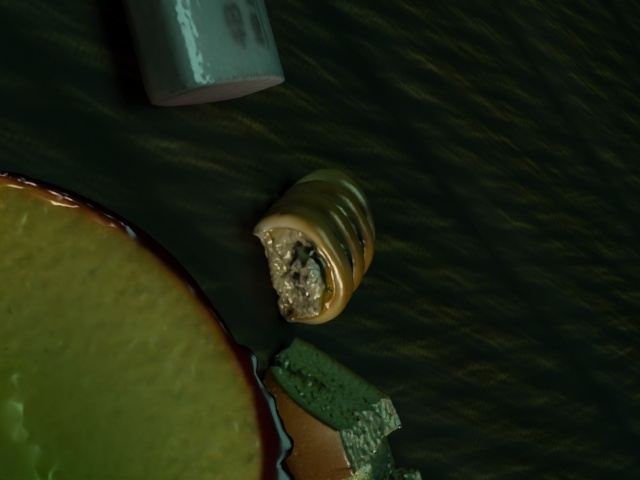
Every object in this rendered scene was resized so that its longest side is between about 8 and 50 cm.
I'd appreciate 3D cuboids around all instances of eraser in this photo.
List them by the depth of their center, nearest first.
[{"bbox_3d":[-0.123,-0.258,1.250,0.174,0.095,0.270,-16,93,-63],"label":"eraser"}]

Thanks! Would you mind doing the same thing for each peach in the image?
[{"bbox_3d":[-0.179,0.118,0.893,0.258,0.201,0.361,-33,93,-20],"label":"peach"}]

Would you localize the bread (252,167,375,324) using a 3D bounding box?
[{"bbox_3d":[0.000,0.000,1.360,0.119,0.084,0.177,66,27,-18],"label":"bread"}]

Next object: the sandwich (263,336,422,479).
[{"bbox_3d":[0.027,0.208,1.306,0.090,0.088,0.244,-35,108,-55],"label":"sandwich"}]
